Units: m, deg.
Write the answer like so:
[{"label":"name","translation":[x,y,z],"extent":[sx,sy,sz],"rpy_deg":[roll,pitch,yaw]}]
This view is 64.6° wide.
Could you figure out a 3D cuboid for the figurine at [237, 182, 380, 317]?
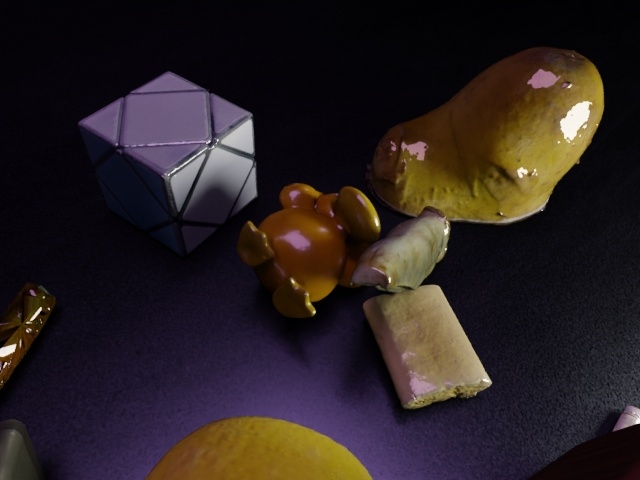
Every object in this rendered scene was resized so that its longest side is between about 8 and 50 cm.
[{"label":"figurine","translation":[-0.008,0.005,0.809],"extent":[0.228,0.215,0.215],"rpy_deg":[-34,59,-15]}]

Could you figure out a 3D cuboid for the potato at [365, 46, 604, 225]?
[{"label":"potato","translation":[0.306,-0.223,0.952],"extent":[0.398,0.295,0.289],"rpy_deg":[10,48,2]}]

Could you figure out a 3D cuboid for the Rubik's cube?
[{"label":"Rubik's cube","translation":[-0.252,-0.135,0.887],"extent":[0.205,0.205,0.207],"rpy_deg":[31,54,20]}]

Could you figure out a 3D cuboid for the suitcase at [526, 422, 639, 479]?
[{"label":"suitcase","translation":[0.320,0.294,0.506],"extent":[0.236,0.297,0.161],"rpy_deg":[-23,63,-21]}]

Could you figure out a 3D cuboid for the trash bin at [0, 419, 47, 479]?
[{"label":"trash bin","translation":[-0.368,0.304,0.482],"extent":[0.164,0.122,0.240],"rpy_deg":[-19,16,-21]}]

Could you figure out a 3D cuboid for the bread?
[{"label":"bread","translation":[0.153,0.155,0.763],"extent":[0.140,0.060,0.178],"rpy_deg":[-8,50,-12]}]

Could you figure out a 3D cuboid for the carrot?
[{"label":"carrot","translation":[-0.456,0.157,0.716],"extent":[0.069,0.068,0.228],"rpy_deg":[13,49,7]}]

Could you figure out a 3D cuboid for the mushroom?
[{"label":"mushroom","translation":[0.126,0.028,0.765],"extent":[0.087,0.107,0.333],"rpy_deg":[7,19,24]}]

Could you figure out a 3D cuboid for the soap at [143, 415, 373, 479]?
[{"label":"soap","translation":[-0.090,0.388,0.513],"extent":[0.306,0.115,0.427],"rpy_deg":[12,50,10]}]

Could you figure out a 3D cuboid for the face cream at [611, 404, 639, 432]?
[{"label":"face cream","translation":[0.417,0.278,0.704],"extent":[0.038,0.020,0.115],"rpy_deg":[36,57,23]}]
